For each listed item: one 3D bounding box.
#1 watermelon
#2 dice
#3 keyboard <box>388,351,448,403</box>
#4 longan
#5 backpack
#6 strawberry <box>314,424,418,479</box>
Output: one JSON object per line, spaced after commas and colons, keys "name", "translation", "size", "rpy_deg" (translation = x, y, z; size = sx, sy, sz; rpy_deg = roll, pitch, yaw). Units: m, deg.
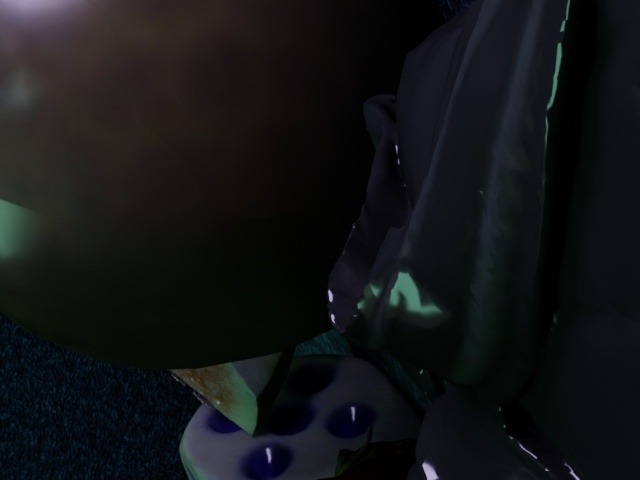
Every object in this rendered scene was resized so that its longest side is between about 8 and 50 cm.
{"name": "watermelon", "translation": [-0.117, 0.048, 1.601], "size": [0.193, 0.231, 0.310], "rpy_deg": [-25, 50, 56]}
{"name": "dice", "translation": [0.009, 0.287, 1.632], "size": [0.251, 0.243, 0.259], "rpy_deg": [41, 154, 59]}
{"name": "keyboard", "translation": [0.062, 0.076, 1.431], "size": [0.230, 0.025, 0.094], "rpy_deg": [48, 163, 47]}
{"name": "longan", "translation": [-0.099, -0.111, 0.946], "size": [0.336, 0.404, 0.404], "rpy_deg": [-26, 94, 42]}
{"name": "backpack", "translation": [0.142, 0.029, 0.487], "size": [0.445, 0.254, 0.363], "rpy_deg": [167, 81, -81]}
{"name": "strawberry", "translation": [0.102, 0.315, 1.349], "size": [0.277, 0.257, 0.257], "rpy_deg": [26, 158, 12]}
